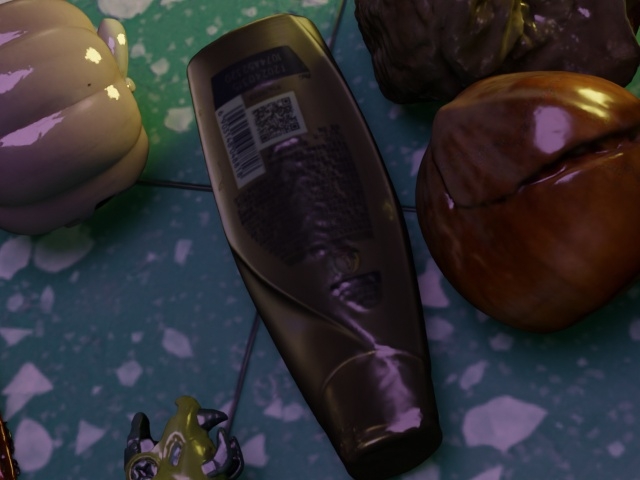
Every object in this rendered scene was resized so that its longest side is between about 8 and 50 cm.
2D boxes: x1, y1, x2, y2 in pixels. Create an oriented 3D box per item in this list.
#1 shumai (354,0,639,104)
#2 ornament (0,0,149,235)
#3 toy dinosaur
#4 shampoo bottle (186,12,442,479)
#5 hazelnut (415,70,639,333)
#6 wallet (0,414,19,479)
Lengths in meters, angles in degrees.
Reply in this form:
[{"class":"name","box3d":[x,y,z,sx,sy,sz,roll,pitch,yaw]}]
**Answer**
[{"class":"shumai","box3d":[0.131,-0.152,1.170,0.185,0.218,0.184,39,70,-11]},{"class":"ornament","box3d":[-0.205,-0.096,1.203,0.177,0.177,0.177,-6,62,12]},{"class":"toy dinosaur","box3d":[-0.101,0.238,1.054,0.153,0.094,0.259,-22,68,8]},{"class":"shampoo bottle","box3d":[0.000,0.000,1.145,0.125,0.084,0.350,-24,60,6]},{"class":"hazelnut","box3d":[0.154,-0.036,1.076,0.182,0.182,0.182,-6,62,12]},{"class":"wallet","box3d":[-0.329,0.160,1.176,0.204,0.045,0.142,-23,60,3]}]
